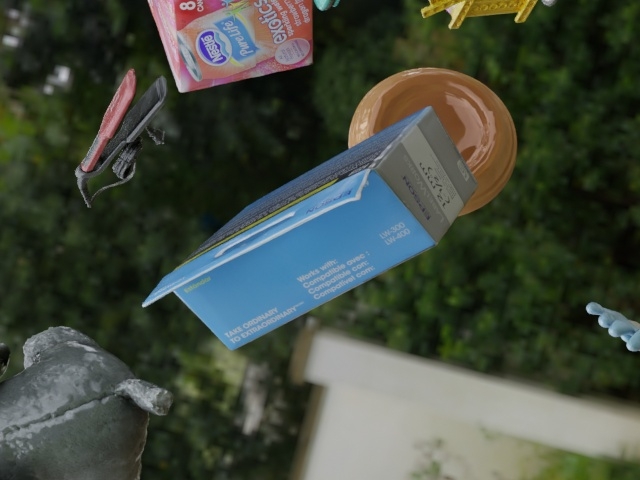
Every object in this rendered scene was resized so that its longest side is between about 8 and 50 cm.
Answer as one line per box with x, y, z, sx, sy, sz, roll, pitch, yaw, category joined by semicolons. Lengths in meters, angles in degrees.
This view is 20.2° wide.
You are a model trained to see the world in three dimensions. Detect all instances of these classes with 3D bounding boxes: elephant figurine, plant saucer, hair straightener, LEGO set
-0.259;0.159;1.348;0.169;0.239;0.186;48;137;45;elephant figurine
0.133;-0.121;2.105;0.037;0.200;0.200;92;-167;-64;plant saucer
-0.233;-0.116;2.202;0.230;0.089;0.047;-57;34;40;hair straightener
0.140;-0.299;1.816;0.132;0.287;0.107;-42;58;34;LEGO set

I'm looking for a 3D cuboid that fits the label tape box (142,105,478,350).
0.000;0.000;1.799;0.115;0.249;0.348;59;-159;-8;label tape box

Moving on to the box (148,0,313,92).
-0.114;-0.315;1.793;0.154;0.142;0.300;91;162;-55;box

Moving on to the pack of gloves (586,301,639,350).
0.372;0.121;1.810;0.046;0.195;0.232;-51;-23;10;pack of gloves

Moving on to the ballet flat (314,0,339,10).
0.000;-0.329;1.567;0.083;0.087;0.247;-129;51;-70;ballet flat
